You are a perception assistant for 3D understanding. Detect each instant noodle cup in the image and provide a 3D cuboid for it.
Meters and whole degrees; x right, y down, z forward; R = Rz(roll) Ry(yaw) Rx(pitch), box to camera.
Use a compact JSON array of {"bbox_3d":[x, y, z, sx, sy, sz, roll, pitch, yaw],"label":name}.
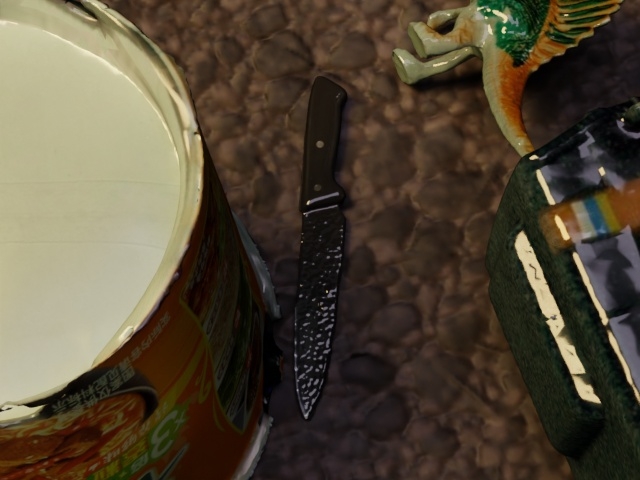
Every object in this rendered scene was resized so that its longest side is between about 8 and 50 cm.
[{"bbox_3d":[-0.128,0.014,0.592,0.230,0.182,0.230,1,65,-2],"label":"instant noodle cup"}]

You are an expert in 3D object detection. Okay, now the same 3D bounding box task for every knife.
[{"bbox_3d":[0.000,0.000,0.697,0.023,0.010,0.170,2,68,5],"label":"knife"}]

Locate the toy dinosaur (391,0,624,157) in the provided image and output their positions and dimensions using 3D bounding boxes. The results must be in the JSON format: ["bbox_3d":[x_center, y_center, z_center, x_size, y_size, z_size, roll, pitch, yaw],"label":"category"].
[{"bbox_3d":[0.094,-0.100,0.698,0.106,0.044,0.187,-26,31,-10],"label":"toy dinosaur"}]

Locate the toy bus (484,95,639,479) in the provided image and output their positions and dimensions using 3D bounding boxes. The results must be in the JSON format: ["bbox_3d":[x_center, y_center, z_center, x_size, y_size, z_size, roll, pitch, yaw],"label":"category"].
[{"bbox_3d":[0.181,0.073,0.604,0.167,0.138,0.275,-17,70,-8],"label":"toy bus"}]
